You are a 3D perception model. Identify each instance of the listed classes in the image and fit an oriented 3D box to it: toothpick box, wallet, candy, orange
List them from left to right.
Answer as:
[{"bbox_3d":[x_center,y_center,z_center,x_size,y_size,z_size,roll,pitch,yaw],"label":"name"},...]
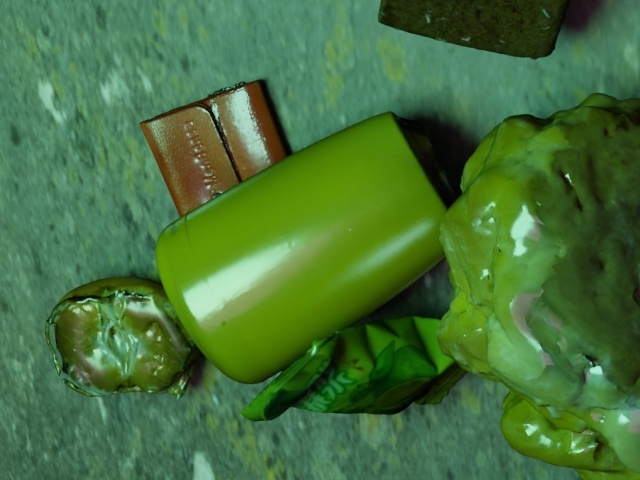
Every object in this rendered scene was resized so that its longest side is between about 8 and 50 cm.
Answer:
[{"bbox_3d":[-0.210,0.101,1.285,0.160,0.112,0.170,-41,114,19],"label":"orange"},{"bbox_3d":[-0.089,-0.050,1.211,0.142,0.045,0.204,-16,103,24],"label":"wallet"},{"bbox_3d":[0.000,0.000,1.099,0.271,0.175,0.175,-31,96,9],"label":"toothpick box"},{"bbox_3d":[0.054,0.121,1.132,0.149,0.246,0.069,-50,47,42],"label":"candy"}]

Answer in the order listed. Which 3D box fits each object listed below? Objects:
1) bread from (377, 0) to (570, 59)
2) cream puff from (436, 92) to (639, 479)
[{"bbox_3d":[0.155,-0.313,0.874,0.165,0.113,0.416,16,144,1],"label":"bread"},{"bbox_3d":[0.227,0.048,1.016,0.324,0.291,0.257,38,150,-11],"label":"cream puff"}]
